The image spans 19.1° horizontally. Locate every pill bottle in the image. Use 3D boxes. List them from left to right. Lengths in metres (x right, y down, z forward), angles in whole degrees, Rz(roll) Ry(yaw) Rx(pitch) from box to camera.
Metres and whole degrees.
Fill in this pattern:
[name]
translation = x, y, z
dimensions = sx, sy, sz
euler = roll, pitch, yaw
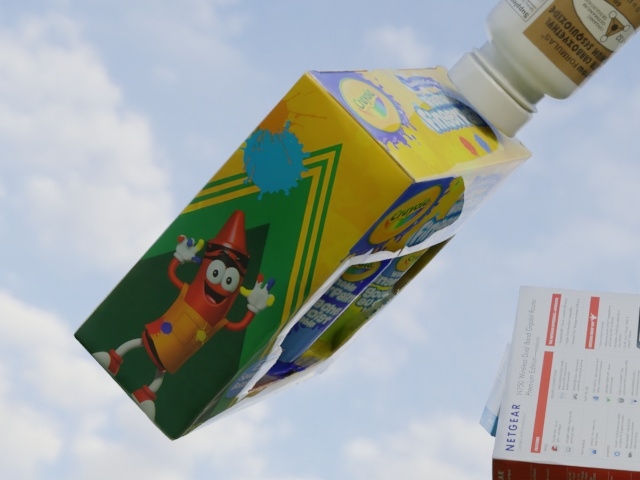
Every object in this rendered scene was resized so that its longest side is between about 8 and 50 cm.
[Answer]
[pill bottle]
translation = 0.252, -0.226, 2.053
dimensions = 0.229, 0.131, 0.131
euler = -45, -60, 11

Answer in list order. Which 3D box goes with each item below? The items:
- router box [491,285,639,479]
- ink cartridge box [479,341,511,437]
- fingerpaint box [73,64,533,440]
[router box]
translation = 0.382, 0.199, 2.388
dimensions = 0.301, 0.335, 0.082
euler = 4, -51, 11
[ink cartridge box]
translation = 0.292, 0.209, 2.640
dimensions = 0.092, 0.143, 0.090
euler = 17, 4, -6
[fingerpaint box]
translation = 0.000, 0.000, 2.015
dimensions = 0.163, 0.445, 0.371
euler = 46, -72, 11
